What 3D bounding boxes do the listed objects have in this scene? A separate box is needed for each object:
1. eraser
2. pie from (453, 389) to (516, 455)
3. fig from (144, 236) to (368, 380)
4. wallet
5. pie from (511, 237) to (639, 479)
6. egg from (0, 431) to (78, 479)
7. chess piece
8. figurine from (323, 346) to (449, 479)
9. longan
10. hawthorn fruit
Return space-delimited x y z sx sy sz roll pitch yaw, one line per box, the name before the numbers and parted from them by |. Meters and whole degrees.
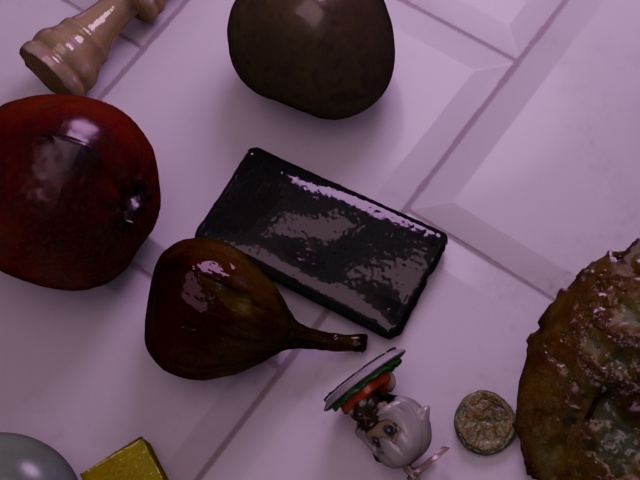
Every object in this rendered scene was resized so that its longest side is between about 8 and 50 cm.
eraser | -0.239 0.329 1.377 0.097 0.045 0.122 -29 65 -4
pie | 0.208 0.231 1.366 0.084 0.021 0.084 -2 70 6
fig | -0.090 0.082 1.397 0.290 0.190 0.190 -5 66 6
wallet | 0.000 0.000 1.486 0.321 0.044 0.170 26 70 15
pie | 0.387 0.173 1.301 0.288 0.103 0.354 33 96 22
egg | -0.388 0.318 1.347 0.192 0.149 0.149 25 73 19
chess piece | -0.286 -0.388 1.666 0.117 0.117 0.397 35 74 20
figurine | 0.096 0.226 1.343 0.132 0.132 0.153 -35 78 -7
longan | -0.016 -0.288 1.530 0.246 0.215 0.246 1 91 42
hawthorn fruit | -0.376 -0.067 1.461 0.307 0.265 0.265 5 67 18
